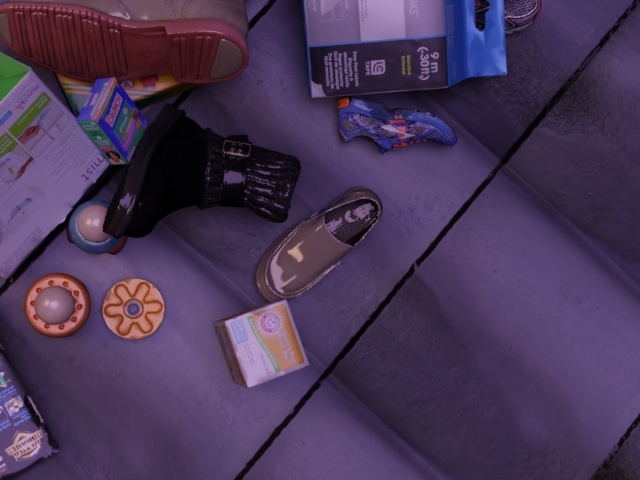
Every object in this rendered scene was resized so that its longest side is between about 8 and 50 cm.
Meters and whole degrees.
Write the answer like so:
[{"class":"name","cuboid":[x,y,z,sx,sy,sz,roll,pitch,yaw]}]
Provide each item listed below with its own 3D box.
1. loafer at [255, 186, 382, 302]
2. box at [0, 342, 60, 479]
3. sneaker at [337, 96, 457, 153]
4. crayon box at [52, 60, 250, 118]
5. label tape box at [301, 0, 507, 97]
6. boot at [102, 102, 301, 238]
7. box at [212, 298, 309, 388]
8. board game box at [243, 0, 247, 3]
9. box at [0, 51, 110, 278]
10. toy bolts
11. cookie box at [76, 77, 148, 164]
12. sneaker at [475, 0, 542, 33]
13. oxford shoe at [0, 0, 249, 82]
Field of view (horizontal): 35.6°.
[{"class":"loafer","cuboid":[0.000,0.000,1.689,0.268,0.092,0.102,-43,94,-12]},{"class":"box","cuboid":[-0.602,0.276,1.535,0.295,0.073,0.293,-30,92,-21]},{"class":"sneaker","cuboid":[0.131,-0.192,1.749,0.221,0.083,0.087,11,96,-5]},{"class":"crayon box","cuboid":[-0.295,-0.337,1.666,0.319,0.081,0.202,-25,90,-13]},{"class":"label tape box","cuboid":[0.144,-0.381,1.674,0.348,0.115,0.249,-4,105,2]},{"class":"boot","cuboid":[-0.172,-0.079,1.564,0.260,0.348,0.131,26,125,-6]},{"class":"box","cuboid":[-0.099,0.165,1.598,0.103,0.203,0.114,-19,89,-12]},{"class":"board game box","cuboid":[-0.189,-0.533,1.710,0.260,0.030,0.136,41,61,-6]},{"class":"box","cuboid":[-0.489,-0.114,1.523,0.127,0.231,0.262,31,77,37]},{"class":"toy bolts","cuboid":[-0.346,0.051,1.581,0.218,0.158,0.228,11,83,-10]},{"class":"cookie box","cuboid":[-0.326,-0.186,1.566,0.040,0.107,0.091,-2,53,26]},{"class":"sneaker","cuboid":[0.257,-0.458,1.772,0.299,0.112,0.120,19,82,-10]},{"class":"oxford shoe","cuboid":[-0.309,-0.342,1.577,0.397,0.140,0.146,7,52,-6]}]
